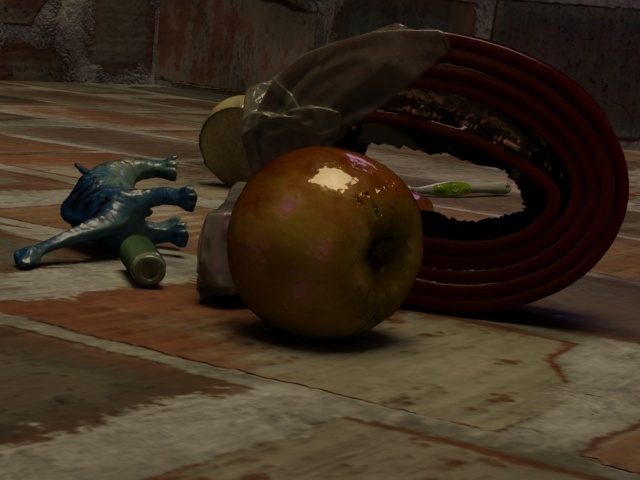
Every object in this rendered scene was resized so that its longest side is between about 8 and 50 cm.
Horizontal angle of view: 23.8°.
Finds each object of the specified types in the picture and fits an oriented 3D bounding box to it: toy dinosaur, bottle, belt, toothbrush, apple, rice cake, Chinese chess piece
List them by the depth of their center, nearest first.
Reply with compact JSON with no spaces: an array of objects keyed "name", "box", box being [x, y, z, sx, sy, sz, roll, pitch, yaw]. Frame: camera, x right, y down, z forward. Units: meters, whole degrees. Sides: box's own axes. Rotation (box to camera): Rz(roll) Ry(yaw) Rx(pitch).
[{"name":"apple","box":[0.000,0.000,1.083,0.146,0.146,0.146,6,8,-1]},{"name":"bottle","box":[-0.144,0.017,1.231,0.030,0.030,0.083,4,9,-15]},{"name":"belt","box":[0.089,-0.060,1.250,0.324,0.227,0.115,13,7,8]},{"name":"rice cake","box":[-0.065,-0.004,1.315,0.056,0.072,0.365,4,6,1]},{"name":"toy dinosaur","box":[-0.178,-0.028,1.375,0.144,0.076,0.329,-1,19,0]},{"name":"Chinese chess piece","box":[-0.095,-0.127,1.946,0.122,0.122,0.051,8,27,14]},{"name":"toothbrush","box":[0.184,-0.072,2.125,0.026,0.022,0.263,-6,-2,42]}]

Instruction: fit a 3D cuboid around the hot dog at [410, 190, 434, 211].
[{"name":"hot dog","box":[0.036,-0.024,1.562,0.191,0.059,0.108,-5,9,-44]}]
